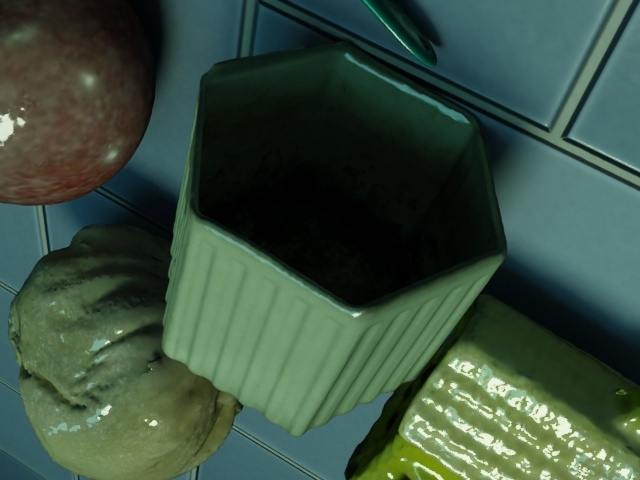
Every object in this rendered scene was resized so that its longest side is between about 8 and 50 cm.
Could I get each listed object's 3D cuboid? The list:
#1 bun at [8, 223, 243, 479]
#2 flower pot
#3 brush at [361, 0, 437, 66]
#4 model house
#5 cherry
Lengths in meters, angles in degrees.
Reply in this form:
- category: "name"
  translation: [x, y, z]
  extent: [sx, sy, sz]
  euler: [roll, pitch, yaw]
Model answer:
- category: "bun"
  translation: [-0.178, 0.105, 0.873]
  extent: [0.205, 0.281, 0.281]
  euler: [-37, 103, 26]
- category: "flower pot"
  translation: [0.000, 0.000, 0.629]
  extent: [0.209, 0.239, 0.189]
  euler: [7, 142, -13]
- category: "brush"
  translation: [0.019, -0.193, 0.558]
  extent: [0.193, 0.043, 0.032]
  euler: [45, 125, -11]
- category: "model house"
  translation: [0.162, 0.155, 0.717]
  extent: [0.193, 0.175, 0.234]
  euler: [34, 132, 7]
- category: "cherry"
  translation: [-0.255, -0.134, 0.690]
  extent: [0.236, 0.213, 0.285]
  euler: [34, 156, 8]
